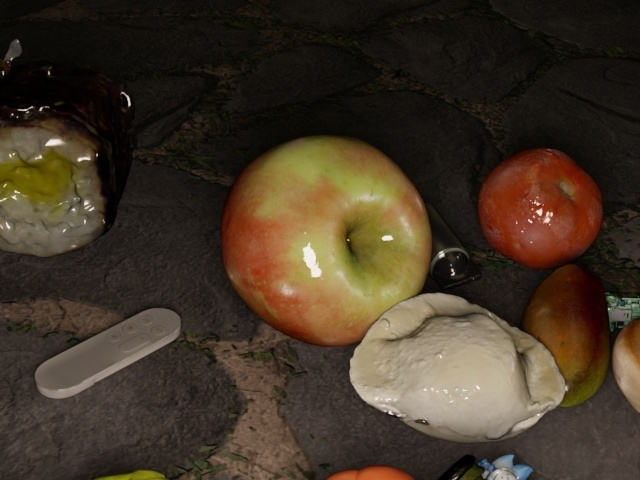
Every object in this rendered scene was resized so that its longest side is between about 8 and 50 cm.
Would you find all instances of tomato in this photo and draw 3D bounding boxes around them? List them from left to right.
[{"bbox_3d":[0.367,-0.050,1.754,0.208,0.184,0.208,11,61,-21],"label":"tomato"}]

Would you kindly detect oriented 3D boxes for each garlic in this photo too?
[{"bbox_3d":[0.472,0.192,1.458,0.128,0.115,0.207,14,31,5],"label":"garlic"}]

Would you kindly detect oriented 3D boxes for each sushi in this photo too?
[{"bbox_3d":[-0.474,-0.149,1.766,0.299,0.281,0.294,15,33,-7],"label":"sushi"}]

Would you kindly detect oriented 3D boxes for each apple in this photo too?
[{"bbox_3d":[0.000,0.000,1.559,0.319,0.319,0.277,-22,6,-32],"label":"apple"}]

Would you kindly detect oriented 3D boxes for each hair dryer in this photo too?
[{"bbox_3d":[0.119,0.039,1.725,0.248,0.078,0.196,-16,38,-10],"label":"hair dryer"}]

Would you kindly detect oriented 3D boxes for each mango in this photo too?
[{"bbox_3d":[0.360,0.144,1.525,0.133,0.111,0.268,-1,41,16],"label":"mango"}]

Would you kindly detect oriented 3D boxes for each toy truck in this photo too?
[{"bbox_3d":[0.484,0.103,1.647,0.175,0.067,0.081,1,28,3],"label":"toy truck"}]

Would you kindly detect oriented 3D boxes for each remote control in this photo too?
[{"bbox_3d":[-0.311,0.165,1.535,0.245,0.022,0.077,-27,42,-37],"label":"remote control"}]

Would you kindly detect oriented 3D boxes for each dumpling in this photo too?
[{"bbox_3d":[0.187,0.159,1.413,0.243,0.175,0.227,26,43,-30],"label":"dumpling"}]

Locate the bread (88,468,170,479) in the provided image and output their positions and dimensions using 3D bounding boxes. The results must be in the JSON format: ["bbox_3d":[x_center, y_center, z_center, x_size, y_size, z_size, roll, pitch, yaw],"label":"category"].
[{"bbox_3d":[-0.177,0.401,1.107,0.166,0.112,0.383,-6,31,-29],"label":"bread"}]

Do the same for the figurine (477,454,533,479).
[{"bbox_3d":[0.232,0.322,1.285,0.114,0.079,0.114,6,33,-4],"label":"figurine"}]

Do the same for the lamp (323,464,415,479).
[{"bbox_3d":[0.060,0.353,1.163,0.187,0.164,0.188,-11,49,13],"label":"lamp"}]

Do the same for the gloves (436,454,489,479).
[{"bbox_3d":[0.243,0.354,1.186,0.268,0.107,0.135,33,16,12],"label":"gloves"}]
